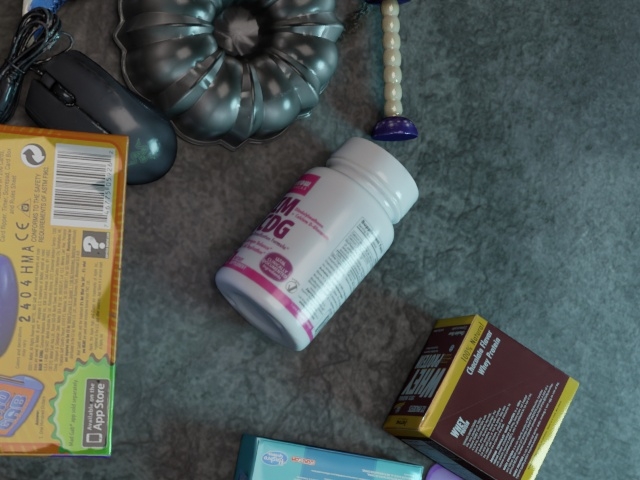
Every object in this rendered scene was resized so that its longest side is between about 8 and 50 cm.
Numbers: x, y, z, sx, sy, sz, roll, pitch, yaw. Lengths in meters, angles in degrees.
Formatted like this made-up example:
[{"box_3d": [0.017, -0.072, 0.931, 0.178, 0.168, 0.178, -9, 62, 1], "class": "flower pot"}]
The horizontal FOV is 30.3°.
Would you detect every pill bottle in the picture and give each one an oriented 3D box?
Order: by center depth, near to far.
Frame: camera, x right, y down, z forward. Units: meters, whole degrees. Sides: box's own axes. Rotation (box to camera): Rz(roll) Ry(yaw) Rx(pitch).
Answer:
[{"box_3d": [0.000, 0.000, 1.651, 0.160, 0.160, 0.283, 44, 73, -11], "class": "pill bottle"}]

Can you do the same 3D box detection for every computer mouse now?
[{"box_3d": [-0.315, -0.164, 1.574, 0.272, 0.072, 0.188, 32, 97, -13], "class": "computer mouse"}]

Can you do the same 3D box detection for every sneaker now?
[{"box_3d": [-0.359, -0.331, 1.610, 0.085, 0.058, 0.152, 5, 77, -10], "class": "sneaker"}]

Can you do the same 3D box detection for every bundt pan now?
[{"box_3d": [-0.114, -0.290, 1.638, 0.331, 0.124, 0.330, -1, 93, -19], "class": "bundt pan"}]

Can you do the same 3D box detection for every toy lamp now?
[{"box_3d": [0.104, -0.288, 1.755, 0.080, 0.080, 0.274, -1, 85, -19], "class": "toy lamp"}]

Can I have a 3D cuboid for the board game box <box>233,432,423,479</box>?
[{"box_3d": [-0.013, 0.458, 1.650, 0.254, 0.079, 0.336, 14, 81, -18], "class": "board game box"}]

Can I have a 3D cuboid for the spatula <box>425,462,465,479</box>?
[{"box_3d": [0.157, 0.458, 1.703, 0.084, 0.030, 0.296, 31, 54, -13], "class": "spatula"}]

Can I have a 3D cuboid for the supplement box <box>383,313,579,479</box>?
[{"box_3d": [0.233, 0.240, 1.723, 0.194, 0.129, 0.191, 33, 73, -13], "class": "supplement box"}]

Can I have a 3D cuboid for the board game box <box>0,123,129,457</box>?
[{"box_3d": [-0.439, 0.061, 1.391, 0.356, 0.356, 0.356, 4, 84, -19], "class": "board game box"}]
